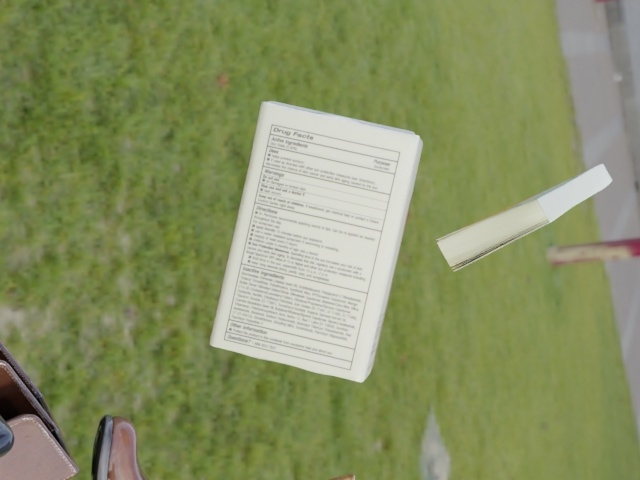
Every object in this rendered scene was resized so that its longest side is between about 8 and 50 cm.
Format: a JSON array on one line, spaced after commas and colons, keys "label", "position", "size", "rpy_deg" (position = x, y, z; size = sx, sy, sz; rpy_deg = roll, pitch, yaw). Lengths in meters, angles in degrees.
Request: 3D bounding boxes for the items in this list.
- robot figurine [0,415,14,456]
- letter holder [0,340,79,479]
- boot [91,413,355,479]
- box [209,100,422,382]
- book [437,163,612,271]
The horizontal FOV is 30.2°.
[{"label": "robot figurine", "position": [-0.390, 0.203, 1.006], "size": [0.278, 0.174, 0.209], "rpy_deg": [-21, 115, -63]}, {"label": "letter holder", "position": [-0.473, 0.242, 1.357], "size": [0.152, 0.302, 0.214], "rpy_deg": [48, -14, 48]}, {"label": "boot", "position": [-0.094, 0.289, 1.252], "size": [0.096, 0.280, 0.264], "rpy_deg": [-165, -113, -77]}, {"label": "box", "position": [0.000, 0.000, 1.117], "size": [0.127, 0.149, 0.232], "rpy_deg": [-5, 109, -83]}, {"label": "book", "position": [0.188, -0.024, 1.098], "size": [0.096, 0.144, 0.035], "rpy_deg": [-28, 89, -35]}]
